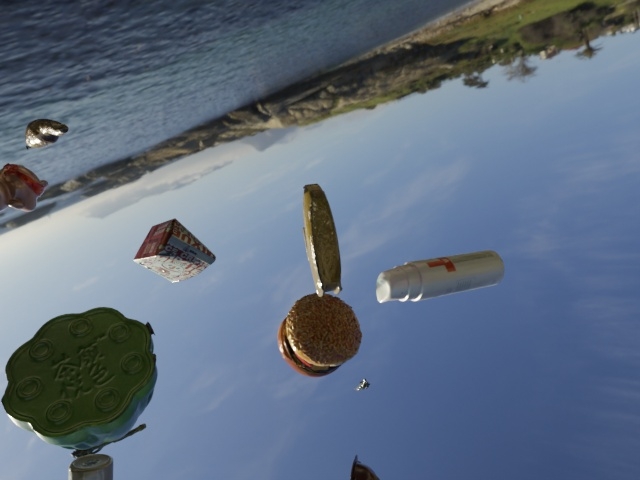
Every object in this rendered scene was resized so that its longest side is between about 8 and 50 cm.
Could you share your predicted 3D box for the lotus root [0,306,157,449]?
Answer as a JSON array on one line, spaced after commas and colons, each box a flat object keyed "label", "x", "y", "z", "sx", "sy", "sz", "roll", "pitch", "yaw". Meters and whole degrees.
[{"label": "lotus root", "x": -0.305, "y": 0.210, "z": 0.646, "sx": 0.186, "sy": 0.186, "sz": 0.186, "roll": -21, "pitch": -165, "yaw": 6}]

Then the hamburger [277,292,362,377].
[{"label": "hamburger", "x": -0.004, "y": 0.388, "z": 1.949, "sx": 0.330, "sy": 0.330, "sz": 0.250, "roll": -36, "pitch": 172, "yaw": -41}]

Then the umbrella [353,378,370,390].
[{"label": "umbrella", "x": 0.169, "y": 0.589, "z": 1.921, "sx": 0.269, "sy": 0.043, "sz": 0.044, "roll": 109, "pitch": -1, "yaw": -69}]

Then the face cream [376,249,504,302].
[{"label": "face cream", "x": 0.301, "y": 0.091, "z": 1.194, "sx": 0.345, "sy": 0.102, "sz": 0.102, "roll": -6, "pitch": -172, "yaw": -24}]

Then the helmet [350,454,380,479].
[{"label": "helmet", "x": 0.088, "y": 0.477, "z": 0.910, "sx": 0.057, "sy": 0.111, "sz": 0.089, "roll": 7, "pitch": -160, "yaw": 16}]

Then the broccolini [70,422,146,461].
[{"label": "broccolini", "x": -0.697, "y": 0.666, "z": 1.562, "sx": 0.254, "sy": 0.072, "sz": 0.057, "roll": -21, "pitch": -169, "yaw": -7}]

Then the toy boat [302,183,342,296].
[{"label": "toy boat", "x": 0.000, "y": 0.000, "z": 1.329, "sx": 0.088, "sy": 0.322, "sz": 0.121, "roll": -11, "pitch": -175, "yaw": -14}]

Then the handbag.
[{"label": "handbag", "x": -0.455, "y": 0.032, "z": 1.516, "sx": 0.298, "sy": 0.171, "sz": 0.151, "roll": -10, "pitch": -128, "yaw": 49}]

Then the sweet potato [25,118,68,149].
[{"label": "sweet potato", "x": -0.740, "y": -0.296, "z": 1.273, "sx": 0.269, "sy": 0.075, "sz": 0.074, "roll": -2, "pitch": -155, "yaw": 42}]

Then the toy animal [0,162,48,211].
[{"label": "toy animal", "x": -1.019, "y": -0.173, "z": 1.545, "sx": 0.171, "sy": 0.172, "sz": 0.197, "roll": -11, "pitch": -166, "yaw": 37}]

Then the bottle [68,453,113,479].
[{"label": "bottle", "x": -0.596, "y": 0.688, "z": 1.221, "sx": 0.109, "sy": 0.234, "sz": 0.110, "roll": 0, "pitch": 178, "yaw": 0}]
